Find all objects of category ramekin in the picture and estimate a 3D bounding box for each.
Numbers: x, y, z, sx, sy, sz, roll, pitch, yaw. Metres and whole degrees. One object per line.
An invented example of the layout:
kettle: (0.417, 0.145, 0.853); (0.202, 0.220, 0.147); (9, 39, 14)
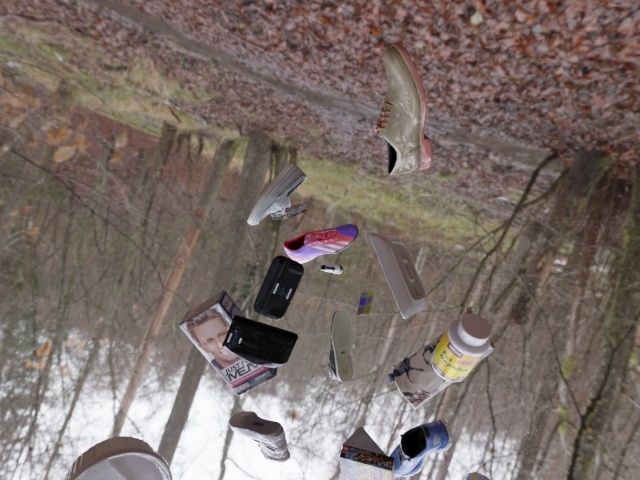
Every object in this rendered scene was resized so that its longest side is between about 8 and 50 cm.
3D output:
ramekin: (-0.532, 0.642, 1.092); (0.272, 0.273, 0.127); (18, 178, -32)

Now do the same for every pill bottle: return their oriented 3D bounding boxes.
pill bottle: (0.402, 0.304, 1.204); (0.117, 0.215, 0.117); (6, -136, -5)

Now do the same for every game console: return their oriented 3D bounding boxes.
game console: (-0.148, 0.225, 1.317); (0.213, 0.362, 0.044); (21, -169, -16)

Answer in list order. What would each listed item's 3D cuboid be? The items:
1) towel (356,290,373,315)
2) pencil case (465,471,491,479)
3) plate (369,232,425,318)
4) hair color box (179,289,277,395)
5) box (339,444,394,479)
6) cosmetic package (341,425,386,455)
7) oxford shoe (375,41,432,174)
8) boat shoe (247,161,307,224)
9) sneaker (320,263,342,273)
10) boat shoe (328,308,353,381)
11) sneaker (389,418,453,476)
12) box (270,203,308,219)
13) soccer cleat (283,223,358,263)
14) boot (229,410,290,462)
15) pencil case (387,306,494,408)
towel: (0.142, 0.200, 1.345); (0.009, 0.083, 0.060); (30, 153, -27)
pencil case: (0.502, 0.927, 1.433); (0.124, 0.114, 0.273); (38, -135, 23)
plate: (0.265, 0.101, 1.360); (0.045, 0.278, 0.277); (-25, 167, 22)
hair color box: (-0.316, 0.366, 1.496); (0.347, 0.173, 0.105); (56, -169, -16)
box: (0.147, 0.735, 1.305); (0.159, 0.233, 0.044); (6, -146, 19)
cosmetic package: (0.213, 0.952, 1.831); (0.238, 0.127, 0.107); (40, 152, 28)
oxford shoe: (0.204, -0.329, 1.116); (0.130, 0.348, 0.123); (-19, -152, -1)
boat shoe: (-0.117, -0.123, 1.202); (0.081, 0.228, 0.079); (36, 160, 0)
sneaker: (0.045, 0.117, 1.736); (0.109, 0.040, 0.043); (-3, 172, 44)
boat shoe: (0.058, 0.346, 1.408); (0.084, 0.233, 0.079); (5, 169, -29)
sneaker: (0.333, 0.765, 1.566); (0.147, 0.330, 0.130); (15, -146, -27)
box: (-0.119, -0.109, 1.610); (0.094, 0.027, 0.137); (-27, -165, -28)
soccer cleat: (0.000, 0.000, 1.730); (0.318, 0.109, 0.116); (-21, 140, 18)
boot: (-0.203, 0.652, 1.389); (0.095, 0.124, 0.258); (-24, -168, -41)
pencil case: (0.445, 0.429, 1.554); (0.160, 0.410, 0.184); (19, -148, -53)
